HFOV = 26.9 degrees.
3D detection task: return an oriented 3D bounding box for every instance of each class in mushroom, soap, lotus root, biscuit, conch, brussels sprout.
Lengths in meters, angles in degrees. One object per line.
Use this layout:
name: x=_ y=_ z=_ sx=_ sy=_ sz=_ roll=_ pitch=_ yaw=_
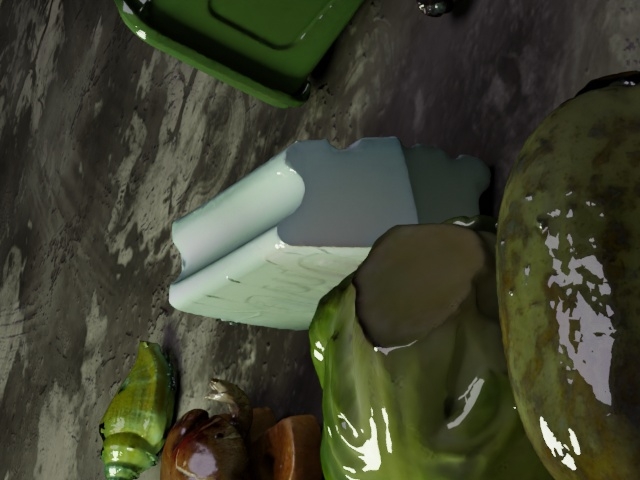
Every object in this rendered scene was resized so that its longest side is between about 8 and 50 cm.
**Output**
mushroom: x=-0.109 y=0.218 z=1.304 sx=0.135 sy=0.080 sz=0.170 roll=12 pitch=95 yaw=51
soap: x=0.000 y=0.000 z=1.191 sx=0.289 sy=0.173 sz=0.095 roll=-28 pitch=57 yaw=55
lotus root: x=0.195 y=0.045 z=0.780 sx=0.173 sy=0.173 sz=0.309 roll=-32 pitch=54 yaw=54
biscuit: x=-0.079 y=0.279 z=1.359 sx=0.306 sy=0.043 sz=0.284 roll=33 pitch=111 yaw=58
conch: x=-0.221 y=0.219 z=1.630 sx=0.095 sy=0.079 sz=0.201 roll=3 pitch=73 yaw=43
brussels sprout: x=0.092 y=0.099 z=0.934 sx=0.244 sy=0.244 sz=0.244 roll=-33 pitch=51 yaw=53

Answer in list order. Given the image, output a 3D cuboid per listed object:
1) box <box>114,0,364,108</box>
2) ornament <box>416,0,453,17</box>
box: x=-0.092 y=-0.324 z=1.440 sx=0.178 sy=0.253 sz=0.329 roll=-43 pitch=42 yaw=28
ornament: x=0.100 y=-0.295 z=1.179 sx=0.166 sy=0.153 sz=0.196 roll=-133 pitch=50 yaw=-58
